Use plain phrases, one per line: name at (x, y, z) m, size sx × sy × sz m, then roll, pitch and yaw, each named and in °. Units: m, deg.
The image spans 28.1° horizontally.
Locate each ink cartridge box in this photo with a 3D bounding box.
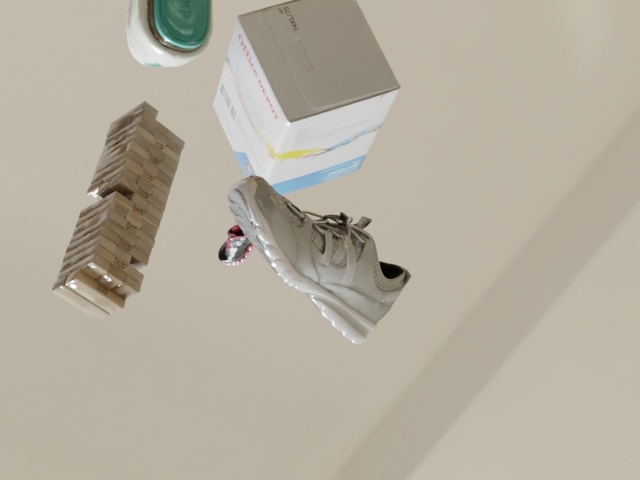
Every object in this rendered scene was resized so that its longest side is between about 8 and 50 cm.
ink cartridge box at (-0.029, -0.227, 2.020) m, size 0.198 × 0.197 × 0.270 m, roll 65°, pitch -21°, yaw 17°

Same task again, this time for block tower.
block tower at (-0.293, -0.048, 1.905) m, size 0.091 × 0.097 × 0.335 m, roll -25°, pitch -139°, yaw 37°

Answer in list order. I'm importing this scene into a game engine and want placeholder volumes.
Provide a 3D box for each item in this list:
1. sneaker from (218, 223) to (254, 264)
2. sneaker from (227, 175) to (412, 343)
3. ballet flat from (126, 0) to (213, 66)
sneaker at (-0.115, -0.004, 1.812) m, size 0.119 × 0.057 × 0.047 m, roll -35°, pitch -124°, yaw 40°
sneaker at (0.000, 0.000, 1.418) m, size 0.115 × 0.281 × 0.105 m, roll -43°, pitch -134°, yaw 2°
ballet flat at (-0.189, -0.403, 1.641) m, size 0.139 × 0.139 × 0.400 m, roll -10°, pitch -113°, yaw 43°
